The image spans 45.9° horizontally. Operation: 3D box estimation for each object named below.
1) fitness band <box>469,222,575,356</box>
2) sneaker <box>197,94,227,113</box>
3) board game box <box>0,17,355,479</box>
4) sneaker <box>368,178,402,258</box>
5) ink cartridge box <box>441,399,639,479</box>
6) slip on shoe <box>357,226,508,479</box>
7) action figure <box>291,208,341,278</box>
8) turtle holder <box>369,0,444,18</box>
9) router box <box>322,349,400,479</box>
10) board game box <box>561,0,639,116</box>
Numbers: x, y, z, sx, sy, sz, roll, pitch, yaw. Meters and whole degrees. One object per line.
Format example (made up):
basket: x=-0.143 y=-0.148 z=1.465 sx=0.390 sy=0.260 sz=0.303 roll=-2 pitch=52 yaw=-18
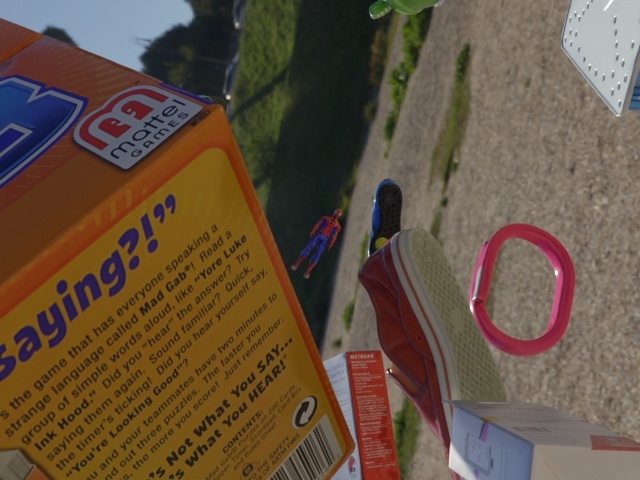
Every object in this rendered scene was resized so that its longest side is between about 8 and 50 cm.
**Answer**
fitness band: x=0.419 y=0.100 z=1.564 sx=0.054 sy=0.209 sz=0.291 roll=120 pitch=172 yaw=-61
sneaker: x=-0.199 y=-0.216 z=1.271 sx=0.166 sy=0.076 sz=0.065 roll=-34 pitch=-74 yaw=-56
board game box: x=-0.249 y=0.100 z=0.528 sx=0.356 sy=0.356 sz=0.356 roll=-44 pitch=-40 yaw=-24
sneaker: x=0.147 y=-0.036 z=1.720 sx=0.082 sy=0.069 sz=0.209 roll=-103 pitch=19 yaw=-78
ink cartridge box: x=0.196 y=0.198 z=0.705 sx=0.198 sy=0.115 sz=0.067 roll=180 pitch=95 yaw=-77
slip on shoe: x=0.135 y=0.152 z=0.881 sx=0.123 sy=0.101 sz=0.331 roll=-8 pitch=-106 yaw=-53
action figure: x=0.000 y=0.000 z=1.117 sx=0.115 sy=0.038 sz=0.030 roll=-58 pitch=-2 yaw=-20
turtle holder: x=0.201 y=-0.533 z=1.319 sx=0.320 sy=0.227 sz=0.243 roll=-23 pitch=-80 yaw=-55
router box: x=0.033 y=0.403 z=1.533 sx=0.335 sy=0.082 sz=0.301 roll=141 pitch=126 yaw=-58
board game box: x=0.523 y=-0.463 z=1.295 sx=0.390 sy=0.050 sz=0.390 roll=-88 pitch=0 yaw=-58
